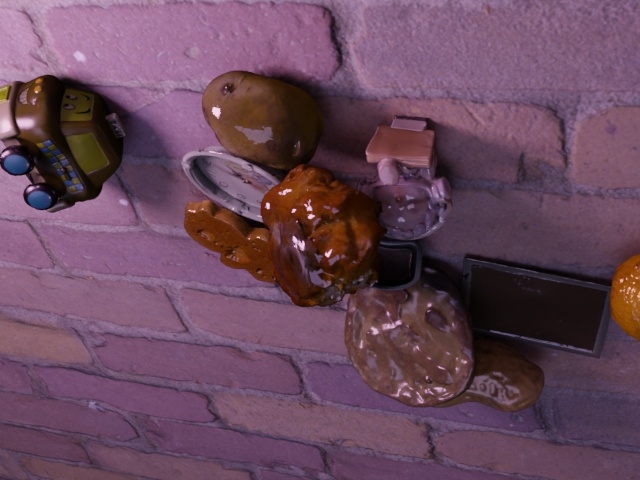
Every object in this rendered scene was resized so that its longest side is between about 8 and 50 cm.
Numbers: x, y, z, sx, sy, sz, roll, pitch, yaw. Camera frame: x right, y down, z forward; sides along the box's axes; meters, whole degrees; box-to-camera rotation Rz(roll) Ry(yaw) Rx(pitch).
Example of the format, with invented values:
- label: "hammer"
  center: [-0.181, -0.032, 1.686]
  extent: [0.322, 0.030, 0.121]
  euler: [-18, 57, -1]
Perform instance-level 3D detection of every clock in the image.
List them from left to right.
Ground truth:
- label: "clock"
  center: [-0.130, -0.106, 1.733]
  extent: [0.236, 0.053, 0.236]
  euler: [23, 159, 9]

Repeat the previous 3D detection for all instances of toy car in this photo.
- label: "toy car"
  center: [-0.449, -0.186, 1.744]
  extent: [0.198, 0.204, 0.248]
  euler: [-17, 132, 9]

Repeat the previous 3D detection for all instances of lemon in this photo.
- label: "lemon"
  center: [0.547, 0.101, 1.604]
  extent: [0.142, 0.142, 0.187]
  euler: [0, 141, 25]

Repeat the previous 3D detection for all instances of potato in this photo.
- label: "potato"
  center: [-0.095, -0.195, 1.576]
  extent: [0.200, 0.154, 0.137]
  euler: [21, 98, 11]

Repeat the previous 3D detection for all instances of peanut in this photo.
- label: "peanut"
  center: [0.278, 0.257, 1.907]
  extent: [0.313, 0.149, 0.149]
  euler: [3, 137, 17]

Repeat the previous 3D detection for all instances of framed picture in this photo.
- label: "framed picture"
  center: [0.393, 0.123, 1.799]
  extent: [0.273, 0.016, 0.216]
  euler: [12, 140, 14]

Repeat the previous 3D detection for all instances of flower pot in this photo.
- label: "flower pot"
  center: [0.068, 0.021, 1.739]
  extent: [0.229, 0.103, 0.108]
  euler: [16, -178, 3]

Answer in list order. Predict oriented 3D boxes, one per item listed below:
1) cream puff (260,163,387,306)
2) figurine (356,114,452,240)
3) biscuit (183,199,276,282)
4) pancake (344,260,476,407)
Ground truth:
- label: "cream puff"
  center: [0.000, 0.000, 1.565]
  extent: [0.269, 0.155, 0.241]
  euler: [14, 121, 52]
- label: "figurine"
  center: [0.135, -0.080, 1.591]
  extent: [0.162, 0.141, 0.237]
  euler: [7, 139, 8]
- label: "biscuit"
  center: [-0.160, 0.001, 1.892]
  extent: [0.249, 0.035, 0.184]
  euler: [32, 149, -18]
- label: "pancake"
  center: [0.164, 0.172, 1.839]
  extent: [0.294, 0.049, 0.294]
  euler: [8, 106, 30]
